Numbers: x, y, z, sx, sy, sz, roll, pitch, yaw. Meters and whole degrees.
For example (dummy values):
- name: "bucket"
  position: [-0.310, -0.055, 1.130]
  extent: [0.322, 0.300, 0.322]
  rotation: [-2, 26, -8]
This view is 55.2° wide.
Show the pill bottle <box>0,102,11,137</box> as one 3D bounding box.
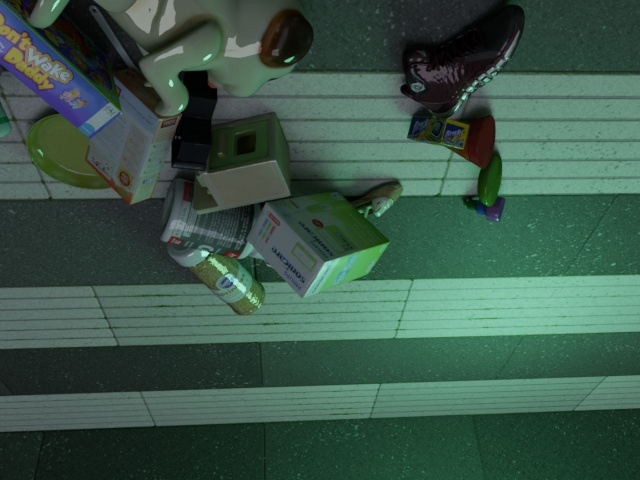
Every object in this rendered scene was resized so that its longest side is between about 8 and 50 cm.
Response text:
- name: "pill bottle"
  position: [-0.678, -0.312, 0.991]
  extent: [0.204, 0.204, 0.361]
  rotation: [-14, 108, 13]

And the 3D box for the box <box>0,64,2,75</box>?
- name: "box"
  position: [-0.675, -0.332, 1.160]
  extent: [0.101, 0.102, 0.087]
  rotation: [2, 140, -9]

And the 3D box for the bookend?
- name: "bookend"
  position: [-0.256, -0.249, 1.240]
  extent: [0.072, 0.157, 0.156]
  rotation: [4, 155, -21]

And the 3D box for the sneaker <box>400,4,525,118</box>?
- name: "sneaker"
  position: [0.257, -0.364, 1.208]
  extent: [0.162, 0.107, 0.281]
  rotation: [17, 139, -21]

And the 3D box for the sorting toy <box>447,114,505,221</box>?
- name: "sorting toy"
  position: [0.368, -0.169, 1.507]
  extent: [0.126, 0.127, 0.366]
  rotation: [12, 155, 29]

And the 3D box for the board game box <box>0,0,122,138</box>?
- name: "board game box"
  position: [-0.496, -0.359, 1.023]
  extent: [0.078, 0.233, 0.347]
  rotation: [-36, 137, 8]

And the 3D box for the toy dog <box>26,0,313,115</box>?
- name: "toy dog"
  position: [-0.210, -0.405, 1.014]
  extent: [0.407, 0.284, 0.396]
  rotation: [27, 97, -33]

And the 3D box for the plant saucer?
- name: "plant saucer"
  position: [-0.536, -0.209, 1.393]
  extent: [0.240, 0.037, 0.241]
  rotation: [-2, 143, -2]

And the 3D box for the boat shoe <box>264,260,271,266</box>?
- name: "boat shoe"
  position: [-0.142, 0.041, 1.740]
  extent: [0.066, 0.063, 0.184]
  rotation: [-8, 143, 6]

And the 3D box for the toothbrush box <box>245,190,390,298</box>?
- name: "toothbrush box"
  position: [0.000, 0.000, 1.467]
  extent: [0.283, 0.206, 0.122]
  rotation: [-15, 144, -51]

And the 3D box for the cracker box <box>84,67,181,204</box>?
- name: "cracker box"
  position: [-0.389, -0.211, 1.259]
  extent: [0.067, 0.155, 0.232]
  rotation: [-30, 159, -50]

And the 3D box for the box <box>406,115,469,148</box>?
- name: "box"
  position: [0.251, -0.236, 1.329]
  extent: [0.059, 0.169, 0.054]
  rotation: [11, 99, -19]

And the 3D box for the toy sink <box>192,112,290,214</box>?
- name: "toy sink"
  position: [-0.195, -0.174, 1.376]
  extent: [0.234, 0.153, 0.131]
  rotation: [-10, 143, 10]

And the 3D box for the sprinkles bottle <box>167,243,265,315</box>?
- name: "sprinkles bottle"
  position: [-0.287, 0.086, 1.742]
  extent: [0.121, 0.121, 0.355]
  rotation: [-17, 142, 17]

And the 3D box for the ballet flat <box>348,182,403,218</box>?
- name: "ballet flat"
  position: [0.126, -0.083, 1.598]
  extent: [0.206, 0.067, 0.073]
  rotation: [-24, 139, 24]

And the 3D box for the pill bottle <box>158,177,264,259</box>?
- name: "pill bottle"
  position: [-0.246, -0.044, 1.536]
  extent: [0.283, 0.161, 0.161]
  rotation: [15, 139, -23]

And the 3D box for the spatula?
- name: "spatula"
  position: [-0.329, -0.376, 1.209]
  extent: [0.168, 0.019, 0.242]
  rotation: [-8, 143, 14]
